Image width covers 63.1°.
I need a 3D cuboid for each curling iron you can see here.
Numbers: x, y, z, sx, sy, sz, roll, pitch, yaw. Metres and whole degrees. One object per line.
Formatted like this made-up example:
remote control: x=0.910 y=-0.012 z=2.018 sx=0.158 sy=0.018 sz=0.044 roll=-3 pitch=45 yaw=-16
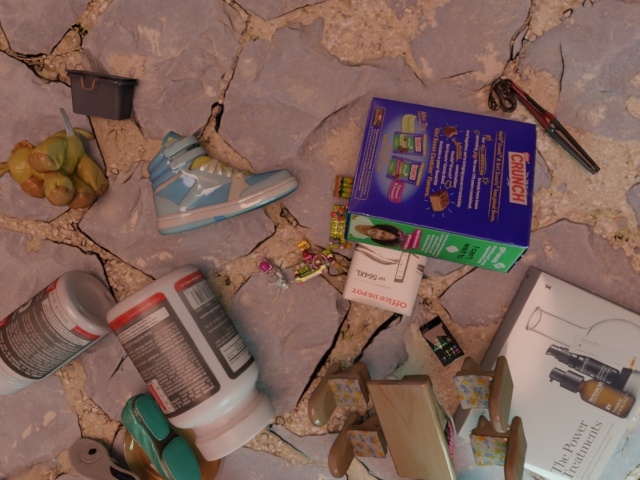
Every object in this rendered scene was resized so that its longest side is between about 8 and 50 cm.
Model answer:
curling iron: x=0.446 y=-0.226 z=1.043 sx=0.274 sy=0.035 sz=0.068 roll=40 pitch=102 yaw=2

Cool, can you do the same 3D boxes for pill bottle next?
pill bottle: x=-0.602 y=0.205 z=1.141 sx=0.283 sy=0.161 sz=0.161 roll=-35 pitch=91 yaw=8
pill bottle: x=-0.260 y=0.250 z=1.081 sx=0.210 sy=0.210 sz=0.363 roll=-31 pitch=91 yaw=8

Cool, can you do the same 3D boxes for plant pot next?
plant pot: x=-0.336 y=0.474 z=1.202 sx=0.236 sy=0.032 sz=0.236 roll=1 pitch=96 yaw=6

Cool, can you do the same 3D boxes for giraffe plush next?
giraffe plush: x=-0.590 y=-0.155 z=1.112 sx=0.171 sy=0.181 sz=0.210 roll=-15 pitch=85 yaw=15

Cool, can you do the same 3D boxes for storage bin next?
storage bin: x=-0.471 y=-0.310 z=1.116 sx=0.135 sy=0.098 sz=0.091 roll=9 pitch=107 yaw=6

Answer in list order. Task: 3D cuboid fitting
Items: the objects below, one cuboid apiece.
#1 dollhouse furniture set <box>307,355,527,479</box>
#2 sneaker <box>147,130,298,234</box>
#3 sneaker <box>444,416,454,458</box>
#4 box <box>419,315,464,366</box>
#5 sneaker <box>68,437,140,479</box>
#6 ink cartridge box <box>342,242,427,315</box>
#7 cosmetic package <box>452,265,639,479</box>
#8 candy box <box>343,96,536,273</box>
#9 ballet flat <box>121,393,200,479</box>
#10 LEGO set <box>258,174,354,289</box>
dollhouse furniture set: x=0.185 y=0.448 z=0.969 sx=0.362 sy=0.256 sz=0.394 roll=-10 pitch=109 yaw=30
sneaker: x=-0.218 y=-0.146 z=1.082 sx=0.319 sy=0.127 sz=0.208 roll=-16 pitch=95 yaw=7
sneaker: x=0.259 y=0.440 z=1.127 sx=0.057 sy=0.047 sz=0.119 roll=4 pitch=95 yaw=18
box: x=0.254 y=0.211 z=1.092 sx=0.052 sy=0.062 sz=0.083 roll=-35 pitch=91 yaw=7
sneaker: x=-0.494 y=0.556 z=1.205 sx=0.217 sy=0.079 sz=0.121 roll=24 pitch=133 yaw=26
ink cartridge box: x=0.142 y=0.038 z=1.077 sx=0.148 sy=0.086 sz=0.203 roll=15 pitch=96 yaw=5
cosmetic package: x=0.483 y=0.281 z=1.059 sx=0.284 sy=0.097 sz=0.377 roll=25 pitch=98 yaw=7
candy box: x=0.226 y=-0.109 z=0.984 sx=0.317 sy=0.122 sz=0.268 roll=11 pitch=65 yaw=6
ballet flat: x=-0.357 y=0.453 z=1.155 sx=0.087 sy=0.083 sz=0.247 roll=-33 pitch=91 yaw=33
LEGO set: x=0.000 y=0.000 z=1.079 sx=0.132 sy=0.107 sz=0.287 roll=41 pitch=99 yaw=1
